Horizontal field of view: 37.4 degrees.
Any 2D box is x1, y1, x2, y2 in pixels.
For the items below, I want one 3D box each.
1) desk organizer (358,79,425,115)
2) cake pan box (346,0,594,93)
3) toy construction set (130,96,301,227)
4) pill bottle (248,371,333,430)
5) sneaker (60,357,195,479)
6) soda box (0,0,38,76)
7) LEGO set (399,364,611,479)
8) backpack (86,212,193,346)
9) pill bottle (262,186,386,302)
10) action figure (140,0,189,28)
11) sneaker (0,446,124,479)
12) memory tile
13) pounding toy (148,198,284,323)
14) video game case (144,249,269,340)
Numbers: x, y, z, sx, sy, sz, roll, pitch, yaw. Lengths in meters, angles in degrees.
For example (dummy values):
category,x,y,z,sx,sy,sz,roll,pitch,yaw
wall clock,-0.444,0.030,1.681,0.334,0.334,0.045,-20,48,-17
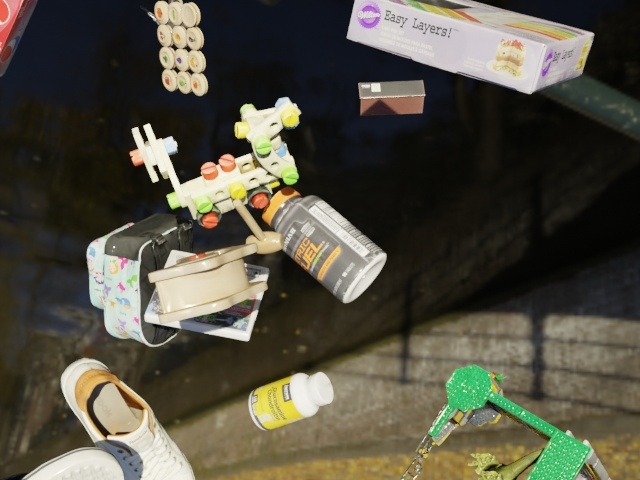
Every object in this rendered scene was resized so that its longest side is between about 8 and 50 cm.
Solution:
category,x,y,z,sx,sy,sz,roll,pitch,yaw
desk organizer,0.142,-0.286,1.906,0.130,0.047,0.050,-2,140,-1
cake pan box,0.196,-0.267,1.234,0.266,0.070,0.245,22,-158,24
toy construction set,-0.182,-0.146,1.746,0.327,0.151,0.215,-10,140,4
pill bottle,-0.067,0.366,2.179,0.184,0.103,0.103,-24,142,25
sneaker,-0.267,0.303,1.364,0.290,0.106,0.123,56,159,-21
soda box,-0.616,-0.426,1.818,0.083,0.092,0.263,34,123,-7
LEGO set,0.217,0.344,1.203,0.255,0.331,0.192,17,161,34
backpack,-0.366,0.087,1.975,0.191,0.225,0.254,5,112,25
pill bottle,0.000,0.000,1.862,0.245,0.130,0.130,40,157,16
action figure,-0.266,-0.562,1.905,0.141,0.164,0.276,26,106,-27
sneaker,-0.379,0.350,1.164,0.321,0.127,0.126,-45,126,4
memory tile,-0.224,-0.307,1.514,0.113,0.012,0.148,17,120,41
pounding toy,-0.180,0.026,1.480,0.154,0.155,0.269,-11,-175,25
video game case,-0.214,0.103,1.816,0.201,0.183,0.023,11,133,3
